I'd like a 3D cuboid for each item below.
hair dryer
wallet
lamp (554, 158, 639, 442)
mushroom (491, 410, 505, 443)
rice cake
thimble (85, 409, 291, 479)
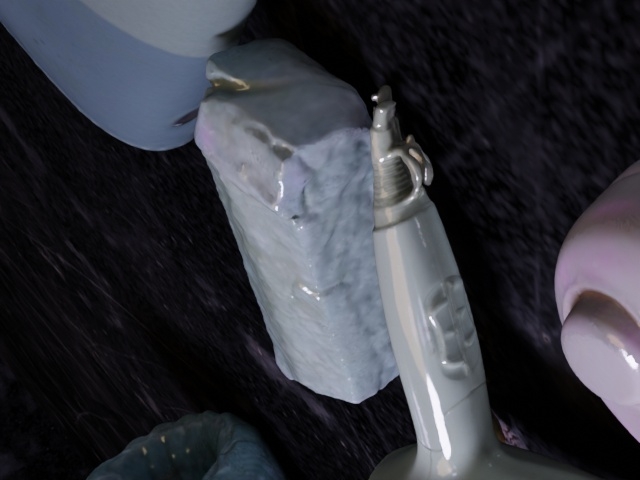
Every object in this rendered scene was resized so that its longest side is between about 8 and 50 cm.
[{"bbox_3d":[0.075,0.050,0.593,0.206,0.075,0.237,0,116,53],"label":"hair dryer"},{"bbox_3d":[-0.120,-0.172,0.612,0.252,0.083,0.360,46,163,2],"label":"wallet"},{"bbox_3d":[0.144,0.083,0.368,0.246,0.108,0.179,48,159,16],"label":"lamp"},{"bbox_3d":[0.108,0.180,0.814,0.306,0.043,0.068,63,180,-39],"label":"mushroom"},{"bbox_3d":[0.000,0.000,0.669,0.069,0.063,0.206,37,159,34],"label":"rice cake"},{"bbox_3d":[-0.111,0.248,1.266,0.143,0.198,0.235,58,157,-15],"label":"thimble"}]
